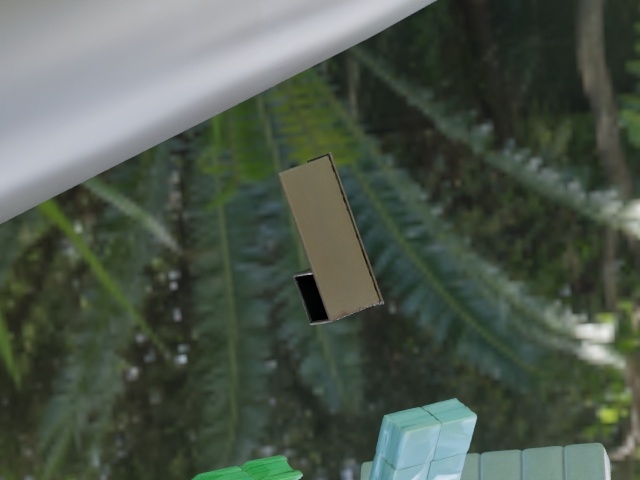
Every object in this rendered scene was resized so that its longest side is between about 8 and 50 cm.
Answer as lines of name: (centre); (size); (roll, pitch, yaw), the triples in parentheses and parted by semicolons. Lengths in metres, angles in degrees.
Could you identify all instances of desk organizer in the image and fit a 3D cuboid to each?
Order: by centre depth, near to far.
desk organizer: (0.000, 0.000, 1.389); (0.050, 0.130, 0.047); (-21, -177, -24)

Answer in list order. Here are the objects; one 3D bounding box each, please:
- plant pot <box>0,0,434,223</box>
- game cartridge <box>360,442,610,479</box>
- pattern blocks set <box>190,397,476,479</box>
plant pot: (-0.108, -0.130, 0.407); (0.280, 0.323, 0.323); (-13, -164, 1)
game cartridge: (0.142, 0.338, 1.416); (0.230, 0.068, 0.355); (-4, -129, 10)
pattern blocks set: (-0.020, 0.234, 0.847); (0.285, 0.325, 0.026); (-19, -142, -29)
